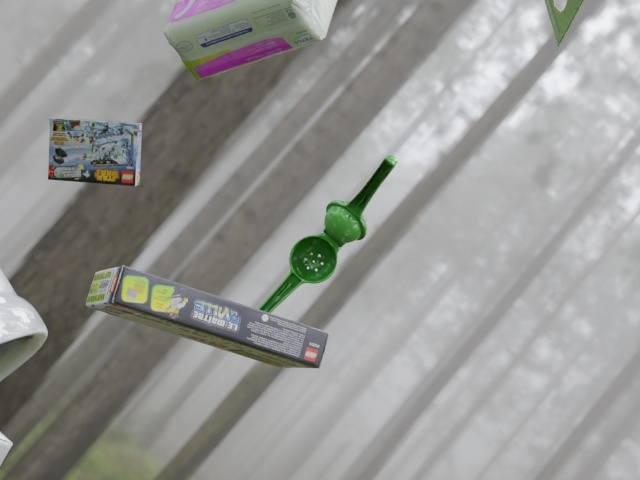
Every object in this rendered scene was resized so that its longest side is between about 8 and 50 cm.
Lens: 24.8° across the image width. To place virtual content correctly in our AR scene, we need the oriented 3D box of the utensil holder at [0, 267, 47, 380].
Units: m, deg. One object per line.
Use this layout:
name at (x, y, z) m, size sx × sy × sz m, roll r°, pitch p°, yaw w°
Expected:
utensil holder at (-0.463, -0.002, 1.190) m, size 0.385 × 0.327 × 0.327 m, roll 58°, pitch -9°, yaw 5°

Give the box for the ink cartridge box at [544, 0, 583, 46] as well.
ink cartridge box at (0.324, -0.423, 1.972) m, size 0.097 × 0.255 × 0.189 m, roll 14°, pitch 36°, yaw -12°

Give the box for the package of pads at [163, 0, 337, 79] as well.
package of pads at (-0.077, -0.369, 2.023) m, size 0.229 × 0.296 × 0.101 m, roll -13°, pitch -48°, yaw 33°

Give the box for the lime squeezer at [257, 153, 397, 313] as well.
lime squeezer at (0.000, 0.000, 1.662) m, size 0.059 × 0.310 × 0.110 m, roll 51°, pitch 27°, yaw 19°

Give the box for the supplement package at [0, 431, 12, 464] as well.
supplement package at (-0.555, 0.319, 1.806) m, size 0.177 × 0.293 × 0.175 m, roll 30°, pitch 0°, yaw 43°

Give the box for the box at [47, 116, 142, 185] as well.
box at (-0.335, -0.132, 2.160) m, size 0.137 × 0.094 × 0.027 m, roll 5°, pitch 8°, yaw 8°

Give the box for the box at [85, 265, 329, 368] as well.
box at (-0.107, 0.074, 1.361) m, size 0.207 × 0.036 × 0.114 m, roll 19°, pitch -11°, yaw -19°
